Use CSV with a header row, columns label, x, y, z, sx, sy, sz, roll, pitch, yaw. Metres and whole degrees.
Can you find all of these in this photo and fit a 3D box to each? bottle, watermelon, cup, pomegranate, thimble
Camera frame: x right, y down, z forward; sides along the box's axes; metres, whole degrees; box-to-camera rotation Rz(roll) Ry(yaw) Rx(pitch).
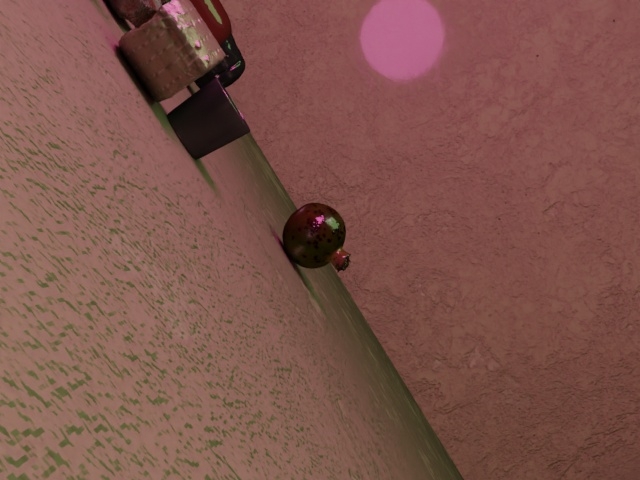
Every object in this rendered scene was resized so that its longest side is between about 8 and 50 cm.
label,x,y,z,sx,sy,sz,roll,pitch,yaw
bottle,-0.253,-0.429,1.498,0.336,0.144,0.144,57,2,-27
watermelon,-0.272,-0.352,1.111,0.187,0.071,0.139,68,1,-46
cup,-0.141,-0.152,1.035,0.078,0.077,0.100,58,3,-19
pomegranate,-0.004,-0.007,1.479,0.130,0.130,0.130,58,2,-3
thimble,-0.173,-0.223,0.957,0.090,0.102,0.115,57,-5,-16

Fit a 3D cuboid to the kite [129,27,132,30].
label,x,y,z,sx,sy,sz,roll,pitch,yaw
kite,-0.254,-0.279,1.206,0.090,0.004,0.122,55,4,-43
